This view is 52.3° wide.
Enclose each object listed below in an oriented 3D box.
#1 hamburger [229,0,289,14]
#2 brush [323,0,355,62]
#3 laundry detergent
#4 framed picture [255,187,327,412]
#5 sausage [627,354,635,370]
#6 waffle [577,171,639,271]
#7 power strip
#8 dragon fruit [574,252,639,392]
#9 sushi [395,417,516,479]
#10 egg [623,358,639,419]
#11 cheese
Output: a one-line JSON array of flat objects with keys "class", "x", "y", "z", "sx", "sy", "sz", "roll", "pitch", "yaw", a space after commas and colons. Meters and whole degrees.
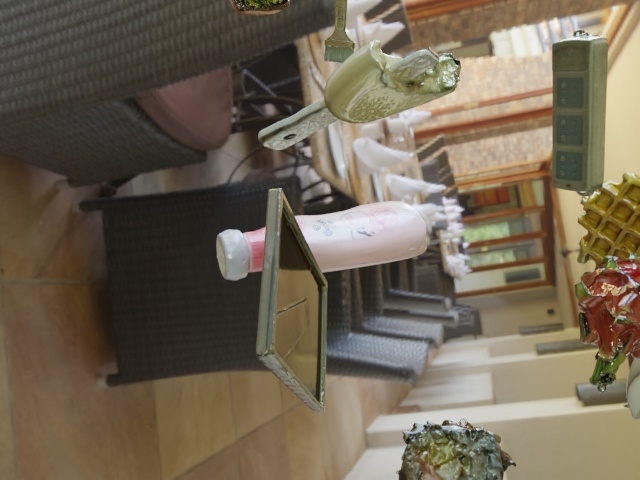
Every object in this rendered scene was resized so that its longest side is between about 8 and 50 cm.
[{"class": "hamburger", "x": -0.123, "y": -0.519, "z": 1.271, "sx": 0.087, "sy": 0.137, "sz": 0.166, "roll": 112, "pitch": -37, "yaw": -57}, {"class": "brush", "x": 0.052, "y": -0.558, "z": 1.668, "sx": 0.010, "sy": 0.083, "sz": 0.218, "roll": -78, "pitch": 173, "yaw": -52}, {"class": "laundry detergent", "x": 0.000, "y": 0.000, "z": 1.063, "sx": 0.159, "sy": 0.335, "sz": 0.087, "roll": -136, "pitch": -138, "yaw": -60}, {"class": "framed picture", "x": -0.022, "y": 0.083, "z": 0.764, "sx": 0.260, "sy": 0.023, "sz": 0.189, "roll": 64, "pitch": 25, "yaw": -60}, {"class": "sausage", "x": 0.681, "y": 0.138, "z": 1.392, "sx": 0.088, "sy": 0.088, "sz": 0.433, "roll": -69, "pitch": 143, "yaw": -66}, {"class": "waffle", "x": 0.565, "y": -0.004, "z": 1.198, "sx": 0.057, "sy": 0.219, "sz": 0.229, "roll": -24, "pitch": 143, "yaw": -48}, {"class": "power strip", "x": 0.419, "y": -0.201, "z": 1.058, "sx": 0.052, "sy": 0.078, "sz": 0.272, "roll": -16, "pitch": 110, "yaw": -32}, {"class": "dragon fruit", "x": 0.468, "y": 0.126, "z": 1.025, "sx": 0.236, "sy": 0.135, "sz": 0.137, "roll": -53, "pitch": 126, "yaw": -25}, {"class": "sushi", "x": 0.282, "y": 0.497, "z": 1.427, "sx": 0.225, "sy": 0.238, "sz": 0.219, "roll": -62, "pitch": 178, "yaw": -6}, {"class": "egg", "x": 0.719, "y": 0.244, "z": 1.227, "sx": 0.206, "sy": 0.271, "sz": 0.162, "roll": 59, "pitch": 44, "yaw": -24}, {"class": "cheese", "x": 0.030, "y": -0.155, "z": 0.728, "sx": 0.127, "sy": 0.235, "sz": 0.049, "roll": 5, "pitch": 68, "yaw": -54}]
